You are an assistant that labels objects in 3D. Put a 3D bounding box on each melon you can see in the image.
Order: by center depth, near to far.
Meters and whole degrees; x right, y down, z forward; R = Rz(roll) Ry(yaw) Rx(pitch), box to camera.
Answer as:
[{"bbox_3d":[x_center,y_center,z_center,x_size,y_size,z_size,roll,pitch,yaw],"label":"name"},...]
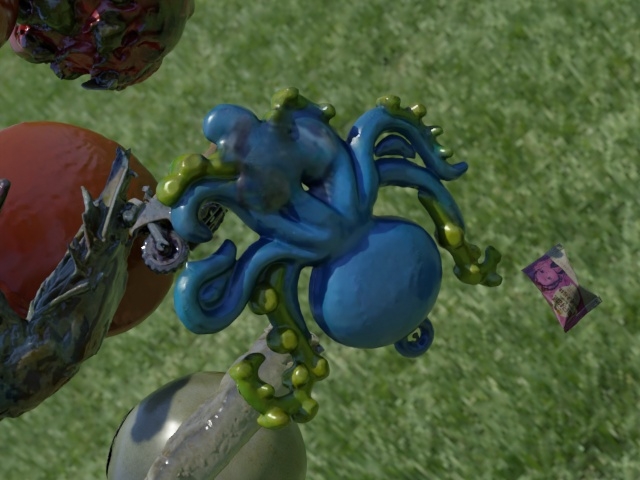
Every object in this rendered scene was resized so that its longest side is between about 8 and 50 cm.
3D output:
[{"bbox_3d":[-0.159,0.319,1.750,0.268,0.268,0.330,-63,0,-31],"label":"melon"}]

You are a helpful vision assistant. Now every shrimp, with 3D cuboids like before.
[{"bbox_3d":[-0.320,0.039,1.372,0.360,0.247,0.085,-54,33,-1],"label":"shrimp"}]

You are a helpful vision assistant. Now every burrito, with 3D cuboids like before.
[{"bbox_3d":[-0.104,0.196,1.396,0.082,0.059,0.275,19,57,41],"label":"burrito"}]

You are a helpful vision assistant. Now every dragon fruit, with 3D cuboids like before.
[{"bbox_3d":[-0.280,-0.321,1.507,0.237,0.303,0.231,-35,18,-27],"label":"dragon fruit"}]

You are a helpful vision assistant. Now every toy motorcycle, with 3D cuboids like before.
[{"bbox_3d":[-0.200,-0.062,1.892,0.130,0.094,0.229,34,75,19],"label":"toy motorcycle"}]

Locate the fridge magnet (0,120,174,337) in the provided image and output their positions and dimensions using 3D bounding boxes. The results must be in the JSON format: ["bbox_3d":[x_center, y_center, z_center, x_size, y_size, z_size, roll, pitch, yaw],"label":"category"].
[{"bbox_3d":[-0.386,-0.013,1.933,0.155,0.363,0.363,-44,19,49],"label":"fridge magnet"}]

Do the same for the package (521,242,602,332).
[{"bbox_3d":[0.261,0.050,1.385,0.059,0.083,0.029,-36,-2,-19],"label":"package"}]

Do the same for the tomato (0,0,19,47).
[{"bbox_3d":[-0.406,-0.241,1.348,0.187,0.187,0.151,-94,13,-56],"label":"tomato"}]

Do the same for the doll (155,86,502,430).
[{"bbox_3d":[0.000,0.000,1.272,0.346,0.341,0.099,-46,17,-21],"label":"doll"}]
